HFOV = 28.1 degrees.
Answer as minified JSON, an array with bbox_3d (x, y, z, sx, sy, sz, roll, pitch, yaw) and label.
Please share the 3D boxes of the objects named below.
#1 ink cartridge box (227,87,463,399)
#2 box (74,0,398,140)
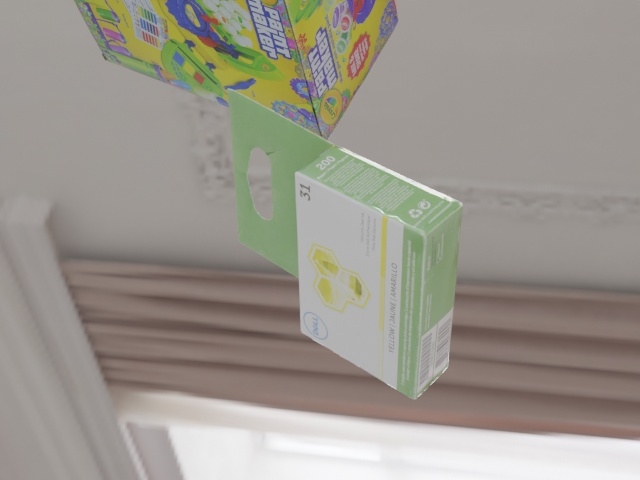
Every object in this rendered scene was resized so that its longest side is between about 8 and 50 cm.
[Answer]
[{"bbox_3d":[0.000,0.000,1.006,0.056,0.235,0.171,-39,-37,-36],"label":"ink cartridge box"},{"bbox_3d":[-0.096,-0.279,1.255,0.177,0.279,0.290,-59,-21,-21],"label":"box"}]
